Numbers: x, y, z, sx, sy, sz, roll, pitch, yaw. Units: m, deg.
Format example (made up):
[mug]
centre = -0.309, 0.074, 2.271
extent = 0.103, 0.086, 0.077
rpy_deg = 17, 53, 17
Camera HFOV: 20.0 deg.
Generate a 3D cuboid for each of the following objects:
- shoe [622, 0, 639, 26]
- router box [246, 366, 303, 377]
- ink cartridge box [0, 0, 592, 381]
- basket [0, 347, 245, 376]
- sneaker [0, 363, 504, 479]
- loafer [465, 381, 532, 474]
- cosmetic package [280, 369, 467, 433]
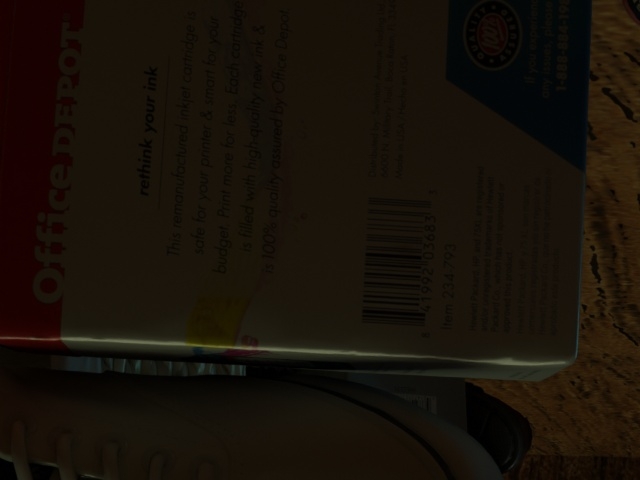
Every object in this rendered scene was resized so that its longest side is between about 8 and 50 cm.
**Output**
[shoe]
centre = 0.105, -0.076, 0.480
extent = 0.081, 0.063, 0.178
rpy_deg = -14, 166, 43
[router box]
centre = -0.085, 0.118, 1.681
extent = 0.133, 0.046, 0.179
rpy_deg = -8, 166, 41
[ink cartridge box]
centre = -0.033, -0.027, 0.594
extent = 0.231, 0.134, 0.078
rpy_deg = 4, 172, -1
[basket]
centre = -0.101, 0.011, 0.751
extent = 0.103, 0.167, 0.113
rpy_deg = 6, 171, -44
[sneaker]
centre = -0.067, 0.087, 0.595
extent = 0.258, 0.094, 0.091
rpy_deg = 0, 178, 31
[loafer]
centre = 0.095, 0.182, 1.909
extent = 0.302, 0.109, 0.095
rpy_deg = 3, -169, 35
[cosmetic package]
centre = 0.014, 0.169, 1.586
extent = 0.127, 0.107, 0.238
rpy_deg = 6, 167, -31
